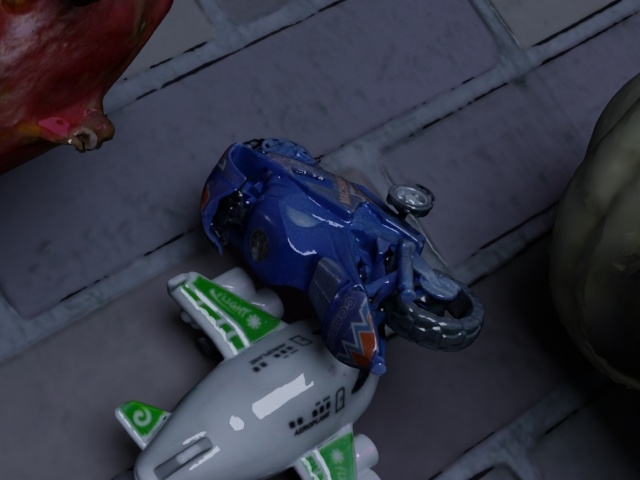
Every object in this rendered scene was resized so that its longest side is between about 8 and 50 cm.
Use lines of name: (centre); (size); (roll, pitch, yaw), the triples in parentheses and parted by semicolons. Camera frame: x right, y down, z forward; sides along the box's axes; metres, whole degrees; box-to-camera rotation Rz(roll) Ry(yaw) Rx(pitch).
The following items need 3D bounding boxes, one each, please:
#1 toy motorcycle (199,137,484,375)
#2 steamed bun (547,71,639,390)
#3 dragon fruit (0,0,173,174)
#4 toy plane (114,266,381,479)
toy motorcycle: (0.000, 0.000, 0.866); (0.114, 0.076, 0.205); (-8, 39, -41)
steamed bun: (0.297, 0.044, 0.864); (0.352, 0.339, 0.247); (29, 71, -7)
dragon fruit: (-0.245, -0.099, 0.740); (0.296, 0.314, 0.263); (33, 79, -7)
toy plane: (-0.032, 0.093, 0.846); (0.174, 0.080, 0.174); (14, 59, -25)
